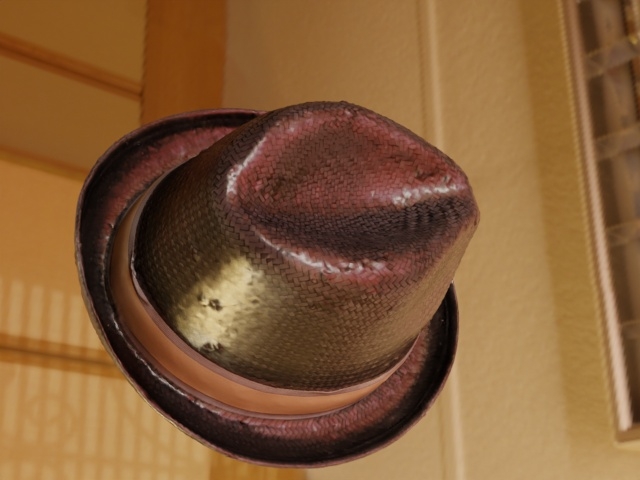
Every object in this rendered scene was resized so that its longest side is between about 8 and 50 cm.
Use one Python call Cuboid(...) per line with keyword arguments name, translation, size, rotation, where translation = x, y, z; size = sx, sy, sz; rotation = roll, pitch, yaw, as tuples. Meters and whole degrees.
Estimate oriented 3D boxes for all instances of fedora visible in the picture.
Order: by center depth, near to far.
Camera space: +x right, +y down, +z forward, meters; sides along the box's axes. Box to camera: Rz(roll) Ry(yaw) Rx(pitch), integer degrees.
Cuboid(name="fedora", translation=(0.000, 0.000, 0.772), size=(0.152, 0.334, 0.334), rotation=(-41, -132, 47))
